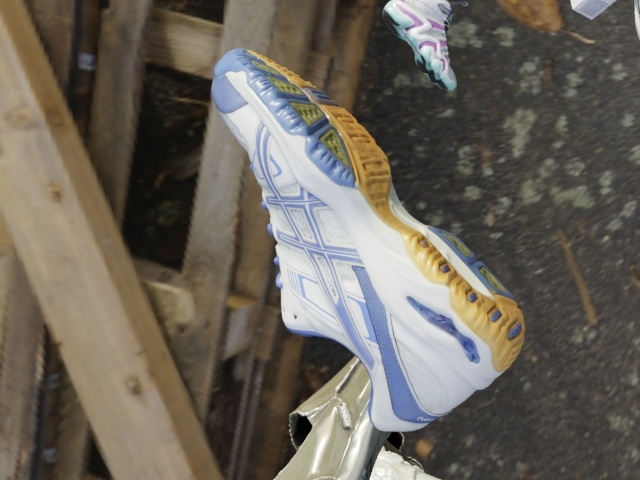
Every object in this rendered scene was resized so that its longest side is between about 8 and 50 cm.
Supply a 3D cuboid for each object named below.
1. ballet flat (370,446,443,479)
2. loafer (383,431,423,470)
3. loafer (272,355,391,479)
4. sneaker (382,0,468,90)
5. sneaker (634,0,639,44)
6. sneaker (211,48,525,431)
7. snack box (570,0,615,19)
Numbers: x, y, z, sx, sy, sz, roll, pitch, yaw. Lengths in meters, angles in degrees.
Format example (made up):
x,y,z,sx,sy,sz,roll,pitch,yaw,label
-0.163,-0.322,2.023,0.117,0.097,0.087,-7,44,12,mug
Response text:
x,y,z,sx,sy,sz,roll,pitch,yaw,label
0.153,0.347,1.194,0.147,0.147,0.409,-45,57,23,ballet flat
0.086,0.269,1.515,0.080,0.220,0.078,19,83,23,loafer
0.017,0.151,1.056,0.087,0.251,0.094,16,138,12,loafer
0.110,-0.190,1.097,0.069,0.038,0.098,-37,95,-9,sneaker
0.437,-0.331,1.491,0.145,0.147,0.384,-28,71,10,sneaker
0.000,0.000,0.831,0.131,0.112,0.296,-46,70,23,sneaker
0.195,-0.241,0.850,0.064,0.022,0.178,-40,40,44,snack box
